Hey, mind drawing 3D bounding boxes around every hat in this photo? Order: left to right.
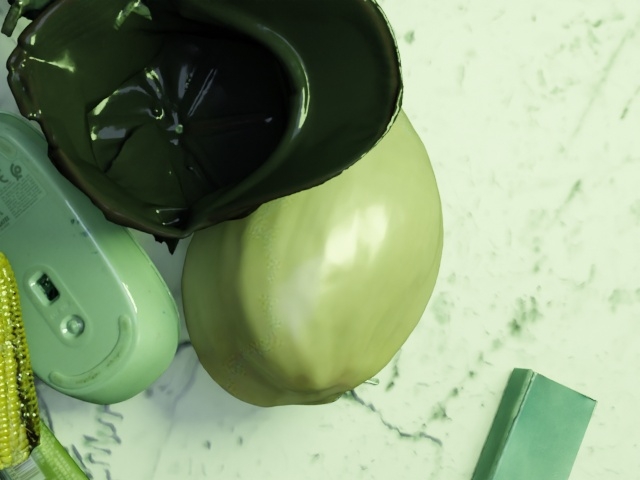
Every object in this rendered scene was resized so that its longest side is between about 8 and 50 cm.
[{"bbox_3d":[-0.074,-0.114,1.231,0.336,0.209,0.238,-4,83,18],"label":"hat"}]

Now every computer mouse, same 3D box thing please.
[{"bbox_3d":[-0.243,0.018,1.314,0.159,0.097,0.288,-39,86,23],"label":"computer mouse"}]

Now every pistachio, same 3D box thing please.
[{"bbox_3d":[0.000,0.000,1.320,0.226,0.208,0.332,20,74,13],"label":"pistachio"}]

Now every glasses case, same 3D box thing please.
[{"bbox_3d":[0.181,0.263,1.417,0.105,0.056,0.266,26,82,-33],"label":"glasses case"}]

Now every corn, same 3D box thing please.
[{"bbox_3d":[-0.292,0.103,1.259,0.072,0.072,0.203,-10,96,-11],"label":"corn"}]

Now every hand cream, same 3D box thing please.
[{"bbox_3d":[-0.262,0.222,1.334,0.086,0.055,0.235,-35,100,-13],"label":"hand cream"}]

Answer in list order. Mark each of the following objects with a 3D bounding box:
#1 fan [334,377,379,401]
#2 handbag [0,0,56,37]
[{"bbox_3d":[0.018,0.134,1.409,0.083,0.004,0.056,11,85,-11],"label":"fan"},{"bbox_3d":[-0.270,-0.345,1.293,0.275,0.178,0.302,-42,97,-25],"label":"handbag"}]
